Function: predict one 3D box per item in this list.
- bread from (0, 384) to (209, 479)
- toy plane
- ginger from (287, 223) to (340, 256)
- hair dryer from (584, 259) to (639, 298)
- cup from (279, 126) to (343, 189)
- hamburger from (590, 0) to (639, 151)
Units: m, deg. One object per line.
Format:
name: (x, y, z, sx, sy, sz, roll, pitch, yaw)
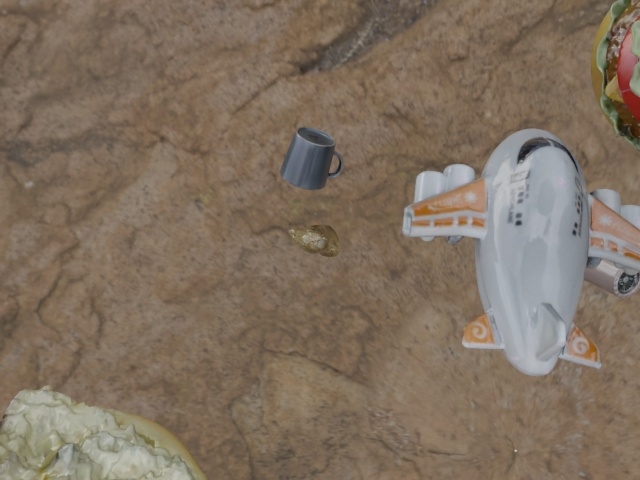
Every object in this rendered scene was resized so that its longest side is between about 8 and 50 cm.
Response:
bread: (-0.201, 0.312, 0.725, 0.211, 0.315, 0.270, -2, 110, -24)
toy plane: (0.191, 0.002, 0.683, 0.244, 0.117, 0.245, 2, 64, -4)
ginger: (-0.005, -0.002, 1.049, 0.044, 0.137, 0.057, -39, 79, 10)
hair dryer: (0.310, 0.082, 1.088, 0.220, 0.054, 0.195, -44, 30, -6)
cup: (-0.007, -0.132, 1.231, 0.078, 0.100, 0.077, 58, 136, 49)
hamburger: (0.508, -0.232, 0.996, 0.274, 0.212, 0.275, -1, 99, -8)
